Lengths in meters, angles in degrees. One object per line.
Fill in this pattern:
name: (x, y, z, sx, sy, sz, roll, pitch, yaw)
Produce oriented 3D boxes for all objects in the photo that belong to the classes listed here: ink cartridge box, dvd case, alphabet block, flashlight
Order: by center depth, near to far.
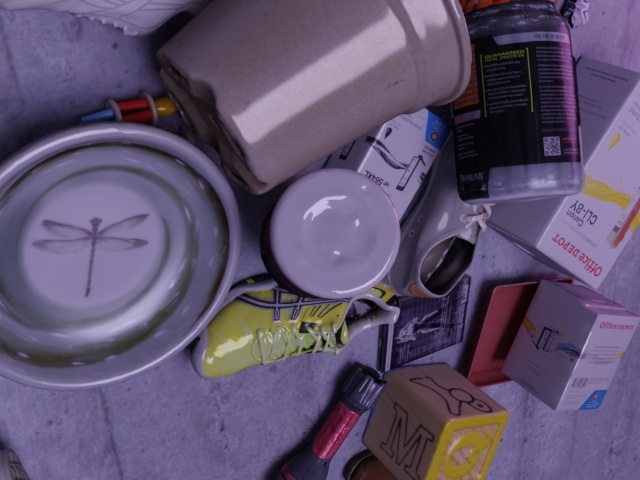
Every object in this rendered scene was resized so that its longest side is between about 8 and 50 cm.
ink cartridge box: (0.108, -0.141, 1.368, 0.148, 0.086, 0.203, 23, 98, -42)
flashlight: (0.017, 0.386, 1.578, 0.103, 0.103, 0.304, 30, 96, -39)
ink cartridge box: (0.546, -0.127, 1.643, 0.279, 0.160, 0.385, 28, 96, -42)
dvd case: (0.213, 0.170, 1.658, 0.221, 0.018, 0.165, -16, 123, -30)
alphabet block: (0.235, 0.388, 1.671, 0.192, 0.197, 0.193, 1, 113, -36)
ink cartridge box: (0.543, 0.227, 1.763, 0.171, 0.168, 0.233, 8, 109, -39)

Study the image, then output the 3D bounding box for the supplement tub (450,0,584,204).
supplement tub: (0.316, -0.234, 1.331, 0.207, 0.207, 0.338, -4, 90, -34)

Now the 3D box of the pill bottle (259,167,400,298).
pill bottle: (0.000, 0.000, 1.206, 0.176, 0.318, 0.176, 1, 86, -8)

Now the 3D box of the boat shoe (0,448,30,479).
boat shoe: (-0.474, 0.540, 1.259, 0.156, 0.187, 0.500, -21, 122, -16)

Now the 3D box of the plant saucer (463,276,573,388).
plant saucer: (0.432, 0.198, 1.813, 0.259, 0.047, 0.259, -4, 116, -35)

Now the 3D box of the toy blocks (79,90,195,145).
toy blocks: (-0.254, -0.144, 1.127, 0.148, 0.054, 0.123, -19, 123, -27)

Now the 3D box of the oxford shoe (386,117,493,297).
oxford shoe: (0.269, -0.083, 1.491, 0.169, 0.130, 0.449, 22, 97, -38)

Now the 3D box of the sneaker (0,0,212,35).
sneaker: (-0.258, -0.307, 1.009, 0.292, 0.110, 0.118, -17, 131, -28)

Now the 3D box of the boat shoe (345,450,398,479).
boat shoe: (0.191, 0.531, 1.777, 0.307, 0.104, 0.111, 17, 103, -40)

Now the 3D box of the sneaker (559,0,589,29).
sneaker: (0.467, -0.433, 1.503, 0.069, 0.038, 0.098, -36, 129, -16)

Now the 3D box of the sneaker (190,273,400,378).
sneaker: (-0.037, 0.134, 1.372, 0.384, 0.147, 0.145, -24, 128, -22)

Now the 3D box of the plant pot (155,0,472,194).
plant pot: (-0.030, -0.235, 1.052, 0.305, 0.334, 0.334, -38, 130, -13)

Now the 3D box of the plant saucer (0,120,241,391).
plant saucer: (-0.306, 0.016, 1.106, 0.400, 0.100, 0.401, -16, 124, -25)
